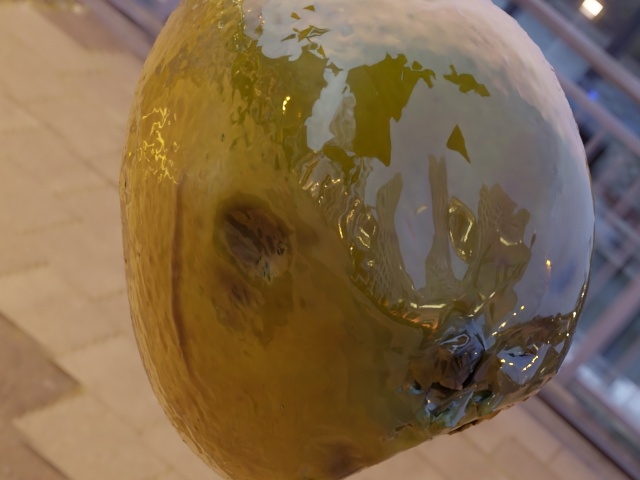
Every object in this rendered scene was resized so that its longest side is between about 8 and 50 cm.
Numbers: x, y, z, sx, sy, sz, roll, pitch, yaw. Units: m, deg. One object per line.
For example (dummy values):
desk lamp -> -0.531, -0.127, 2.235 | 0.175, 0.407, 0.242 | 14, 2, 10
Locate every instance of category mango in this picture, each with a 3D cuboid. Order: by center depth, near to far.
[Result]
mango -> 0.000, 0.000, 0.616 | 0.262, 0.130, 0.167 | 120, -40, -72
